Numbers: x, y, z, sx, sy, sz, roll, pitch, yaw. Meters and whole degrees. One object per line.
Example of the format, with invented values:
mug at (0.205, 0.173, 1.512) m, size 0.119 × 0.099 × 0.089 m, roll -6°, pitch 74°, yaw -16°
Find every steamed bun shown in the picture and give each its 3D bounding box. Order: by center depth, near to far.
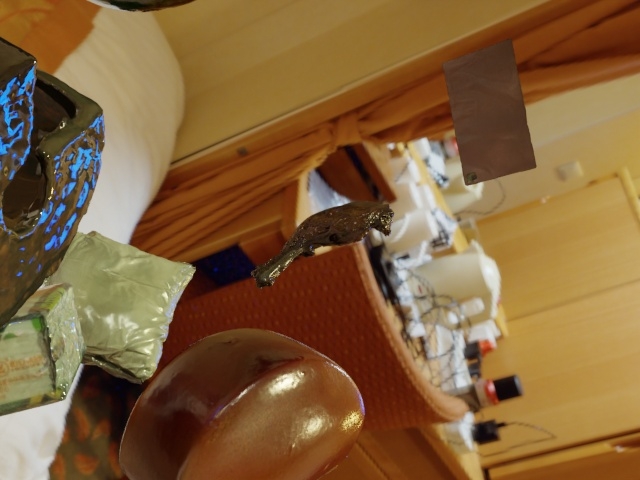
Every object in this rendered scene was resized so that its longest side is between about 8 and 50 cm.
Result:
steamed bun at (-0.120, 0.280, 1.237) m, size 0.379 × 0.235 × 0.248 m, roll -18°, pitch 114°, yaw -37°

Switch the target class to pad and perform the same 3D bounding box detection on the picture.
pad at (0.240, -0.181, 1.107) m, size 0.006 × 0.113 × 0.187 m, roll -4°, pitch 82°, yaw -52°

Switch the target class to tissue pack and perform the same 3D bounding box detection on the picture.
tissue pack at (-0.478, 0.159, 1.003) m, size 0.228 × 0.311 × 0.128 m, roll -146°, pitch -136°, yaw -78°

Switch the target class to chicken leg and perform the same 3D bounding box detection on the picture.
chicken leg at (0.000, 0.000, 1.250) m, size 0.106 × 0.253 × 0.051 m, roll 55°, pitch -10°, yaw 55°

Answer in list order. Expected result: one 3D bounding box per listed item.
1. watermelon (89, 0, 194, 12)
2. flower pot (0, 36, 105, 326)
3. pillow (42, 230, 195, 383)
watermelon at (-0.177, -0.343, 0.737) m, size 0.242 × 0.242 × 0.242 m, roll 52°, pitch 27°, yaw -40°
flower pot at (-0.332, -0.058, 0.583) m, size 0.379 × 0.251 × 0.379 m, roll 19°, pitch 90°, yaw -85°
pillow at (-0.420, 0.127, 1.550) m, size 0.138 × 0.283 × 0.310 m, roll 111°, pitch -8°, yaw -51°
